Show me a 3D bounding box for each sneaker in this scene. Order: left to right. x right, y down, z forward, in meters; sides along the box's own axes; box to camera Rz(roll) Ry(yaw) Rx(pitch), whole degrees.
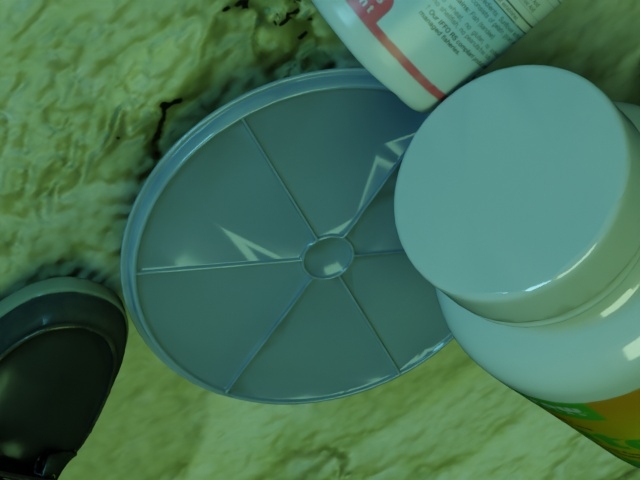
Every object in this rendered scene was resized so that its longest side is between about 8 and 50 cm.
[{"bbox_3d":[-0.155,0.128,0.648,0.083,0.118,0.222,22,117,-30],"label":"sneaker"}]

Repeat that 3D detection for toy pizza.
[{"bbox_3d":[0.000,0.000,0.658,0.201,0.032,0.201,-8,127,-11],"label":"toy pizza"}]

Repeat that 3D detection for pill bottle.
[{"bbox_3d":[0.075,-0.134,0.544,0.160,0.087,0.087,-41,127,14],"label":"pill bottle"},{"bbox_3d":[0.135,0.019,0.610,0.136,0.136,0.245,-40,143,13],"label":"pill bottle"}]
